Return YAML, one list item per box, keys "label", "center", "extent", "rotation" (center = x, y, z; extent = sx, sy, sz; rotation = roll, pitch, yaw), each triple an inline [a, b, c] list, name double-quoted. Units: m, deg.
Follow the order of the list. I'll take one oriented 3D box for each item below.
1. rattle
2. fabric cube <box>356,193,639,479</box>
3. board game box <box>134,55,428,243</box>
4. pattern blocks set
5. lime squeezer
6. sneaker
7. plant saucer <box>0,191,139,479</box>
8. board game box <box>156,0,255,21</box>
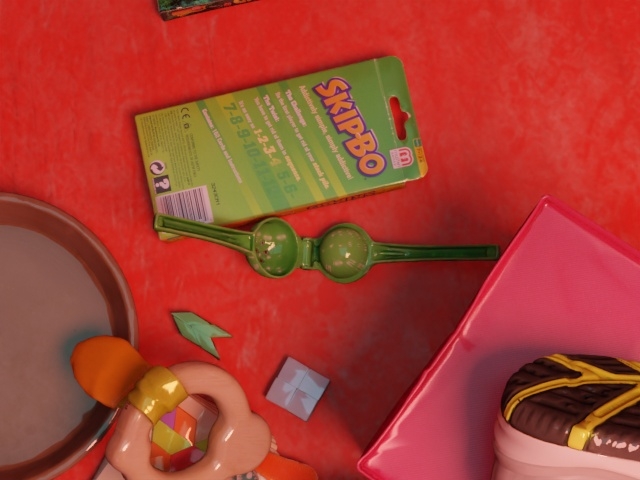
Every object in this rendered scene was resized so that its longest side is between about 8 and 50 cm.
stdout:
- label: "rattle"
  center: [-0.115, 0.170, 1.104]
  extent: [0.142, 0.199, 0.130]
  rotation: [-1, 72, 47]
- label: "fabric cube"
  center: [0.202, 0.153, 1.007]
  extent: [0.254, 0.258, 0.259]
  rotation: [36, 86, 7]
- label: "board game box"
  center: [-0.037, -0.087, 1.174]
  extent: [0.259, 0.039, 0.124]
  rotation: [-13, 81, 5]
- label: "pattern blocks set"
  center: [-0.140, 0.230, 1.138]
  extent: [0.285, 0.026, 0.325]
  rotation: [19, 83, 7]
- label: "lime squeezer"
  center: [0.000, 0.000, 1.126]
  extent: [0.310, 0.110, 0.059]
  rotation: [6, 63, -12]
- label: "sneaker"
  center: [0.297, 0.180, 0.818]
  extent: [0.384, 0.145, 0.147]
  rotation: [12, 113, 3]
- label: "plant saucer"
  center: [-0.304, 0.093, 1.128]
  extent: [0.277, 0.041, 0.278]
  rotation: [1, 79, -5]
- label: "board game box"
  center: [-0.041, -0.306, 1.212]
  extent: [0.259, 0.030, 0.136]
  rotation: [-12, 83, 3]
